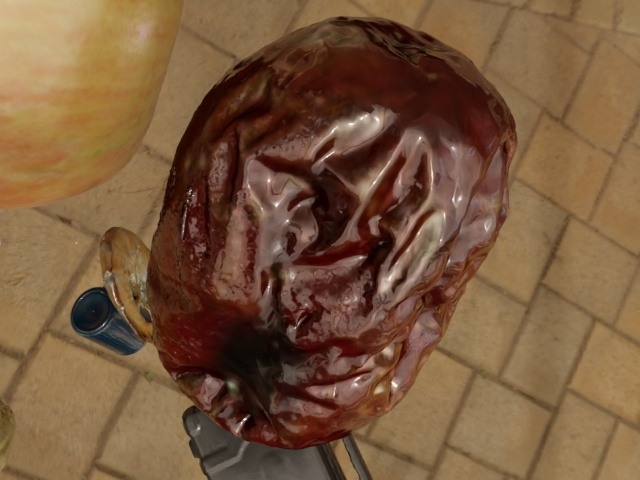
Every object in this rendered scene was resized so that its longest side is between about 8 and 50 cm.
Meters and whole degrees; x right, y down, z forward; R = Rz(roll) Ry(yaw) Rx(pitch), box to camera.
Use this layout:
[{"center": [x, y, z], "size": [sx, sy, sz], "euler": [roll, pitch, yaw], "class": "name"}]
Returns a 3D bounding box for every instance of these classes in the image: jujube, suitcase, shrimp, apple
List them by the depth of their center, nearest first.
[{"center": [-0.292, -0.213, 0.560], "size": [0.347, 0.391, 0.391], "euler": [4, 89, -25], "class": "apple"}, {"center": [-0.001, -0.002, 0.592], "size": [0.277, 0.276, 0.376], "euler": [13, 117, -19], "class": "jujube"}, {"center": [-0.212, 0.076, 0.865], "size": [0.053, 0.236, 0.133], "euler": [-24, 53, -1], "class": "shrimp"}, {"center": [-0.039, 0.309, 0.884], "size": [0.206, 0.066, 0.285], "euler": [-28, 79, 11], "class": "suitcase"}]

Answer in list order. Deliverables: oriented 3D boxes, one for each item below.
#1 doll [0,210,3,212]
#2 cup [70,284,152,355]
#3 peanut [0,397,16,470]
[{"center": [-0.706, -0.114, 1.217], "size": [0.287, 0.151, 0.150], "euler": [7, 88, -12], "class": "doll"}, {"center": [-0.441, 0.153, 1.443], "size": [0.113, 0.138, 0.150], "euler": [-22, 62, 9], "class": "cup"}, {"center": [-0.465, 0.299, 0.852], "size": [0.125, 0.274, 0.111], "euler": [-21, 121, 24], "class": "peanut"}]
